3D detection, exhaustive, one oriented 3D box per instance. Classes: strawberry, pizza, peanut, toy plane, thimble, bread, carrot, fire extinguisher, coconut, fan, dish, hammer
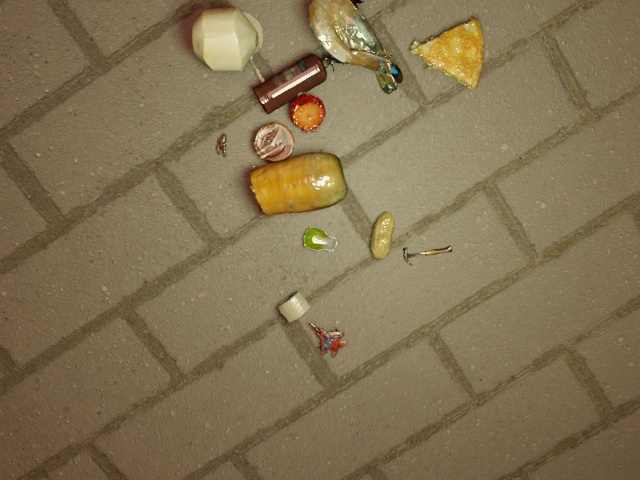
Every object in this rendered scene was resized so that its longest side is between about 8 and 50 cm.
[{"bbox_3d":[-0.049,-0.491,1.760,0.145,0.086,0.145,-12,139,-11],"label":"strawberry"},{"bbox_3d":[0.482,-0.728,1.765,0.288,0.075,0.279,7,94,-1],"label":"pizza"},{"bbox_3d":[0.249,-0.019,1.853,0.083,0.093,0.194,10,101,11],"label":"peanut"},{"bbox_3d":[0.021,0.398,1.925,0.189,0.061,0.130,44,96,-3],"label":"toy plane"},{"bbox_3d":[-0.109,0.266,1.878,0.115,0.102,0.090,-38,97,-4],"label":"thimble"},{"bbox_3d":[-0.177,-0.377,1.793,0.161,0.073,0.160,0,96,1],"label":"bread"},{"bbox_3d":[-0.075,-0.210,1.747,0.341,0.224,0.224,-14,99,5],"label":"carrot"},{"bbox_3d":[-0.081,-0.601,1.734,0.337,0.135,0.114,-30,141,2],"label":"fire extinguisher"},{"bbox_3d":[-0.333,-0.718,1.661,0.241,0.241,0.241,0,99,-2],"label":"coconut"},{"bbox_3d":[-0.280,-0.718,1.769,0.191,0.009,0.329,-28,98,2],"label":"fan"},{"bbox_3d":[0.000,0.000,1.874,0.137,0.039,0.091,18,93,-5],"label":"dish"},{"bbox_3d":[0.443,0.056,1.905,0.201,0.021,0.078,-8,99,0],"label":"hammer"}]

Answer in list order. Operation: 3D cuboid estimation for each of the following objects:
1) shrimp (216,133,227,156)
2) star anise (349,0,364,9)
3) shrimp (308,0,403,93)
[{"bbox_3d":[-0.387,-0.371,1.809,0.038,0.029,0.092,3,102,-3],"label":"shrimp"},{"bbox_3d":[0.077,-0.936,1.704,0.272,0.102,0.271,8,126,11],"label":"star anise"},{"bbox_3d":[0.134,-0.710,1.684,0.446,0.110,0.221,36,68,-22],"label":"shrimp"}]
